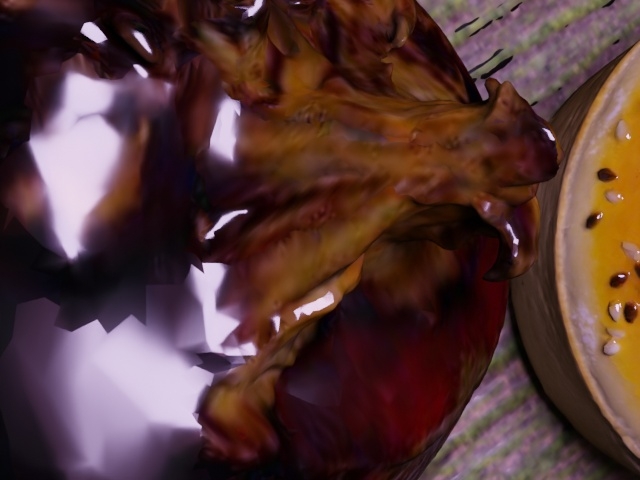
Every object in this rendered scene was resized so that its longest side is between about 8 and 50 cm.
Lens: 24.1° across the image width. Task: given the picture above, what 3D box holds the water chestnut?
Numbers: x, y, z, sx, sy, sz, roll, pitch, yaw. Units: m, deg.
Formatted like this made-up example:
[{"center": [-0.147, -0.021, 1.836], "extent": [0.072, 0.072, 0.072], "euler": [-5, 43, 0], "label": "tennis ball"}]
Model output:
[{"center": [-0.053, -0.011, 0.572], "extent": [0.335, 0.347, 0.335], "euler": [16, 63, -35], "label": "water chestnut"}]

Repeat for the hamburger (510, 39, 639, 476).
[{"center": [0.251, 0.009, 0.818], "extent": [0.300, 0.176, 0.300], "euler": [-1, 92, -24], "label": "hamburger"}]
